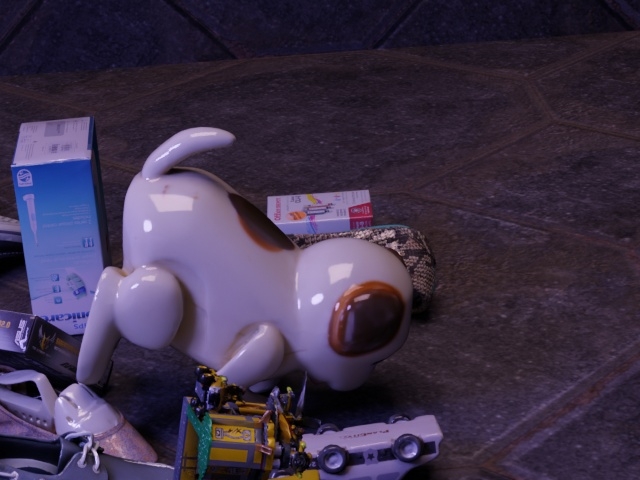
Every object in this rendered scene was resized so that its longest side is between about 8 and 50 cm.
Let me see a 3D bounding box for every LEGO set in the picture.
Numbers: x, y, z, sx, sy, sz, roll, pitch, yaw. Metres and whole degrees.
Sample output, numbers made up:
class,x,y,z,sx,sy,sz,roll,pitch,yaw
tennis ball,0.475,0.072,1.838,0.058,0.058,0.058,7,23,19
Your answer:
class,x,y,z,sx,sy,sz,roll,pitch,yaw
LEGO set,-0.050,0.302,1.531,0.192,0.331,0.255,6,-2,-13

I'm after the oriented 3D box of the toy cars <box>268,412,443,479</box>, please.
class,x,y,z,sx,sy,sz,roll,pitch,yaw
toy cars,-0.012,0.303,1.807,0.393,0.087,0.176,-18,15,-40

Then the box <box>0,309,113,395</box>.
class,x,y,z,sx,sy,sz,roll,pitch,yaw
box,-0.424,0.151,2.089,0.183,0.056,0.231,7,-18,24

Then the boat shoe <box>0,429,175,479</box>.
class,x,y,z,sx,sy,sz,roll,pitch,yaw
boat shoe,-0.307,0.284,1.816,0.319,0.099,0.116,5,19,-18

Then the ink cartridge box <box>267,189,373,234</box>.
class,x,y,z,sx,sy,sz,roll,pitch,yaw
ink cartridge box,0.000,0.000,2.465,0.176,0.127,0.128,-5,23,0

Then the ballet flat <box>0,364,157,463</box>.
class,x,y,z,sx,sy,sz,roll,pitch,yaw
ballet flat,-0.352,0.235,1.989,0.316,0.106,0.107,12,28,32

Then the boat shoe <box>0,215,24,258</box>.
class,x,y,z,sx,sy,sz,roll,pitch,yaw
boat shoe,-0.694,0.036,2.470,0.187,0.156,0.500,11,15,43

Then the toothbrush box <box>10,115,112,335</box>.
class,x,y,z,sx,sy,sz,roll,pitch,yaw
toothbrush box,-0.405,-0.023,2.368,0.126,0.295,0.216,-5,22,-5

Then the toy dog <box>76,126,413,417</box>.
class,x,y,z,sx,sy,sz,roll,pitch,yaw
toy dog,-0.075,0.063,2.018,0.408,0.395,0.284,16,10,1

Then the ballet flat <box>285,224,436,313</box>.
class,x,y,z,sx,sy,sz,roll,pitch,yaw
ballet flat,-0.058,0.069,2.307,0.482,0.164,0.182,-2,43,-1
